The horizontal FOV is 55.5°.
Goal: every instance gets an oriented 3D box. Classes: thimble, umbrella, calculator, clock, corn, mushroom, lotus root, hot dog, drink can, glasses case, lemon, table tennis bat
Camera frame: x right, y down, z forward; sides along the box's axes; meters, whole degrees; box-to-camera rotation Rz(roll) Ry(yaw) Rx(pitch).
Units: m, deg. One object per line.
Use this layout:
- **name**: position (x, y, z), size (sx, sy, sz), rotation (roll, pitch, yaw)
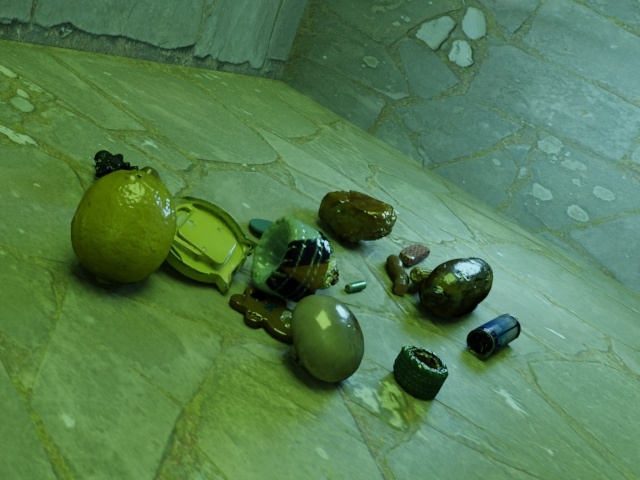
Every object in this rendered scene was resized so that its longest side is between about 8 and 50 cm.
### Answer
- **thimble**: position (-0.090, 0.058, 1.713), size (0.150, 0.237, 0.237), rotation (25, 19, -31)
- **umbrella**: position (-0.643, -0.215, 1.947), size (0.154, 0.128, 0.337), rotation (9, 24, -24)
- **calculator**: position (0.000, 0.000, 2.199), size (0.094, 0.019, 0.141), rotation (9, 27, -23)
- **clock**: position (-0.339, 0.005, 1.734), size (0.293, 0.071, 0.277), rotation (43, 36, -4)
- **corn**: position (0.363, 0.127, 2.157), size (0.068, 0.068, 0.207), rotation (33, 9, 21)
- **mushroom**: position (0.008, 0.245, 1.519), size (0.226, 0.178, 0.227), rotation (34, 40, -34)
- **thimble**: position (0.267, 0.347, 1.618), size (0.118, 0.090, 0.135), rotation (5, 27, -40)
- **lotus root**: position (0.464, 0.156, 2.077), size (0.179, 0.196, 0.397), rotation (31, 27, 30)
- **hot dog**: position (-0.044, 0.089, 1.880), size (0.213, 0.103, 0.146), rotation (19, 43, 18)
- **drink can**: position (0.563, 0.305, 1.968), size (0.097, 0.097, 0.235), rotation (36, 27, 28)
- **glasses case**: position (0.361, 0.057, 2.366), size (0.073, 0.049, 0.194), rotation (32, 25, 23)
- **lemon**: position (-0.482, -0.041, 1.513), size (0.245, 0.320, 0.245), rotation (17, -12, 4)
- **table tennis bat**: position (-0.164, -0.028, 2.062), size (0.152, 0.040, 0.244), rotation (15, 16, -17)

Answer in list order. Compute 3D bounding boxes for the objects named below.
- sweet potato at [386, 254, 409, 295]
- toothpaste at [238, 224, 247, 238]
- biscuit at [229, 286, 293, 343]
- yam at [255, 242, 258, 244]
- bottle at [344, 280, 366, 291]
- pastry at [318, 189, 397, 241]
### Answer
- **sweet potato**: position (0.274, 0.104, 2.175), size (0.067, 0.059, 0.281), rotation (26, 23, -15)
- **toothpaste**: position (-0.387, -0.016, 1.826), size (0.336, 0.067, 0.081), rotation (4, 33, -37)
- **biscuit**: position (-0.128, 0.200, 1.642), size (0.236, 0.039, 0.180), rotation (31, 23, 14)
- **yam**: position (-0.123, 0.051, 1.972), size (0.234, 0.027, 0.029), rotation (21, -7, -6)
- **bottle**: position (0.113, 0.149, 1.971), size (0.083, 0.030, 0.030), rotation (-7, 38, -48)
- **pastry**: position (0.138, -0.084, 2.323), size (0.255, 0.162, 0.311), rotation (-8, 27, -33)
